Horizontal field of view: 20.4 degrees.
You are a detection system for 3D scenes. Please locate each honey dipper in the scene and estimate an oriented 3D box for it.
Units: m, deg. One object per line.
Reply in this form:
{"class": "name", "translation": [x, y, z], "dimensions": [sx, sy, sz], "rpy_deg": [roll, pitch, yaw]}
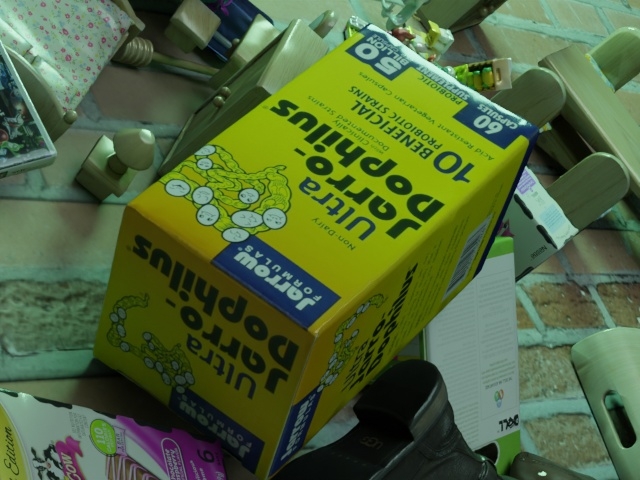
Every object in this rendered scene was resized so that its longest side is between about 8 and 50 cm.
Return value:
{"class": "honey dipper", "translation": [-0.149, -0.182, 1.834], "dimensions": [0.161, 0.030, 0.030], "rpy_deg": [13, 47, -46]}

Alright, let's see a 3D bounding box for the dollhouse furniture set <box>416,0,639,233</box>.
{"class": "dollhouse furniture set", "translation": [0.345, -0.246, 2.313], "dimensions": [0.394, 0.256, 0.362], "rpy_deg": [54, 32, 6]}

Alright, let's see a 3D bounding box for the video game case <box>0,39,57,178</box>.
{"class": "video game case", "translation": [-0.335, -0.124, 1.481], "dimensions": [0.173, 0.022, 0.190], "rpy_deg": [-18, 69, -31]}

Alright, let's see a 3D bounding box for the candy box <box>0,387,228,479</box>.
{"class": "candy box", "translation": [-0.168, 0.213, 1.355], "dimensions": [0.233, 0.071, 0.159], "rpy_deg": [18, 44, -41]}

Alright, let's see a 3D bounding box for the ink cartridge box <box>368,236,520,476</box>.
{"class": "ink cartridge box", "translation": [0.118, 0.131, 1.800], "dimensions": [0.189, 0.097, 0.255], "rpy_deg": [-11, 100, -56]}

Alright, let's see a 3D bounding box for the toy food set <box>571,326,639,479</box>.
{"class": "toy food set", "translation": [0.446, 0.229, 2.123], "dimensions": [0.306, 0.092, 0.219], "rpy_deg": [8, 51, -38]}

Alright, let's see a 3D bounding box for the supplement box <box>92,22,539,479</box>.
{"class": "supplement box", "translation": [0.000, 0.000, 1.533], "dimensions": [0.194, 0.195, 0.356], "rpy_deg": [34, 46, 16]}

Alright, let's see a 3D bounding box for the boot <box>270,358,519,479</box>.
{"class": "boot", "translation": [0.070, 0.255, 1.565], "dimensions": [0.091, 0.263, 0.229], "rpy_deg": [26, -28, 48]}

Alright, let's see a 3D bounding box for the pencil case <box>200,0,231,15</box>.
{"class": "pencil case", "translation": [-0.159, -0.286, 1.841], "dimensions": [0.152, 0.070, 0.064], "rpy_deg": [16, 8, 5]}

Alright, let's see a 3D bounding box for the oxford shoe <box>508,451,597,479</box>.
{"class": "oxford shoe", "translation": [0.306, 0.300, 1.847], "dimensions": [0.271, 0.097, 0.098], "rpy_deg": [34, 29, -25]}

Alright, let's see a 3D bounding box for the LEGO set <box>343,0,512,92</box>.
{"class": "LEGO set", "translation": [0.111, -0.222, 2.109], "dimensions": [0.107, 0.132, 0.287], "rpy_deg": [22, 19, -30]}

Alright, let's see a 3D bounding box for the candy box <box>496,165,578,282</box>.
{"class": "candy box", "translation": [0.152, -0.032, 1.929], "dimensions": [0.196, 0.165, 0.070], "rpy_deg": [51, 32, 2]}

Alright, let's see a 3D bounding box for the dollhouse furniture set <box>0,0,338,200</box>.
{"class": "dollhouse furniture set", "translation": [-0.181, -0.230, 1.664], "dimensions": [0.355, 0.174, 0.303], "rpy_deg": [42, 41, -14]}

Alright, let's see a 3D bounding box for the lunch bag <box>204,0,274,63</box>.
{"class": "lunch bag", "translation": [-0.099, -0.229, 1.915], "dimensions": [0.098, 0.065, 0.067], "rpy_deg": [40, 17, -15]}
